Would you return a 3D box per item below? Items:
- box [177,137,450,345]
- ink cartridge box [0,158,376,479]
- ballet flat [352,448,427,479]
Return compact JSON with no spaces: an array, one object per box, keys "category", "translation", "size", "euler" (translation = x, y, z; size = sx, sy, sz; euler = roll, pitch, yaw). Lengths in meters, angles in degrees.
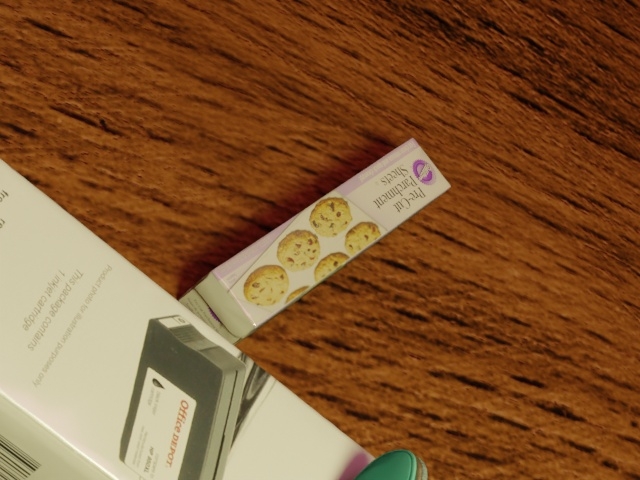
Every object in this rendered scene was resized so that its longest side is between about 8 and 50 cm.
[{"category":"box","translation":[0.000,0.000,1.721],"size":[0.067,0.063,0.324],"euler":[54,44,2]},{"category":"ink cartridge box","translation":[-0.169,0.174,1.305],"size":[0.395,0.285,0.166],"euler":[40,44,-13]},{"category":"ballet flat","translation":[0.024,0.213,1.197],"size":[0.070,0.070,0.188],"euler":[45,45,-6]}]
